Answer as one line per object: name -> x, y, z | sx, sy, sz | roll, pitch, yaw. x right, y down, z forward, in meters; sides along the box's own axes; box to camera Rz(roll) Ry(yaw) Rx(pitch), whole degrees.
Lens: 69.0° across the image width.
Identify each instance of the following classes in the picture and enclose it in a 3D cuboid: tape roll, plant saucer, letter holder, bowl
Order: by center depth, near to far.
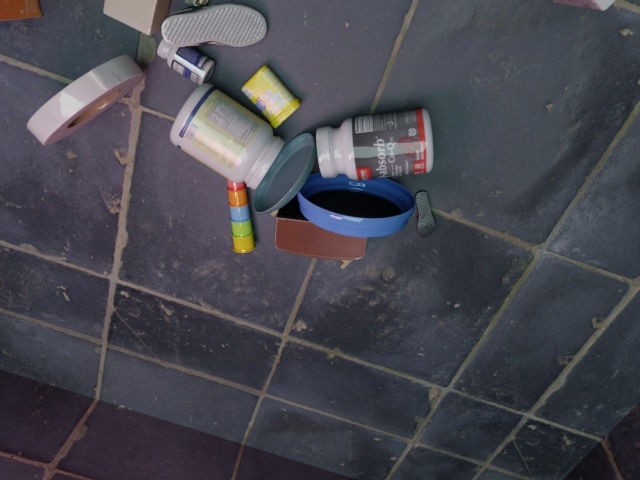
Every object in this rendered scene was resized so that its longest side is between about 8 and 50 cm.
tape roll -> -0.732, -0.442, 1.465 | 0.391, 0.392, 0.072 | -29, 111, 20
bowl -> 0.114, -0.127, 1.539 | 0.390, 0.391, 0.077 | 8, 119, 2
plant saucer -> -0.115, -0.219, 1.566 | 0.043, 0.318, 0.317 | 35, 118, -27
letter holder -> 0.000, 0.000, 1.589 | 0.301, 0.152, 0.215 | 7, 118, 0

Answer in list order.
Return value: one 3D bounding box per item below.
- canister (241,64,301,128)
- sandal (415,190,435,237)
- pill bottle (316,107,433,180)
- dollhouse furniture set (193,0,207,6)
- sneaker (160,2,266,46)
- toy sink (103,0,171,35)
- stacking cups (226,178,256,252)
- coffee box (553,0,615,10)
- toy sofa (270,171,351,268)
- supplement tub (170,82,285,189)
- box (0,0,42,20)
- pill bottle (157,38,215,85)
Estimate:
canister -> -0.165, -0.482, 1.559 | 0.126, 0.073, 0.170 | -37, 108, 22
sandal -> 0.387, -0.099, 1.730 | 0.067, 0.040, 0.180 | -9, 103, 5
pill bottle -> 0.179, -0.308, 1.536 | 0.362, 0.210, 0.211 | -5, 118, 10
dollhouse furniture set -> -0.338, -0.745, 1.429 | 0.114, 0.081, 0.091 | -40, 108, 24
sneaker -> -0.336, -0.673, 1.452 | 0.320, 0.127, 0.126 | -10, 121, -18
toy sink -> -0.537, -0.776, 1.407 | 0.152, 0.131, 0.234 | 24, 123, -7
stacking cups -> -0.314, -0.112, 1.769 | 0.095, 0.096, 0.317 | -2, 117, 8
coffee box -> 0.669, -0.820, 1.127 | 0.334, 0.338, 0.337 | 38, 116, -15
toy sofa -> 0.013, -0.082, 1.713 | 0.362, 0.150, 0.177 | 38, 117, -14
supplement tub -> -0.306, -0.340, 1.558 | 0.324, 0.235, 0.235 | 33, 117, -12
box -> -1.009, -0.760, 1.346 | 0.168, 0.345, 0.215 | 7, 120, 3
pill bottle -> -0.439, -0.588, 1.519 | 0.169, 0.094, 0.094 | 31, 117, -10
